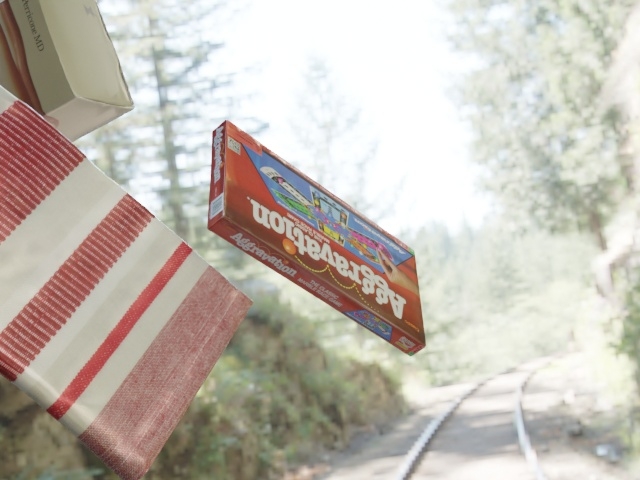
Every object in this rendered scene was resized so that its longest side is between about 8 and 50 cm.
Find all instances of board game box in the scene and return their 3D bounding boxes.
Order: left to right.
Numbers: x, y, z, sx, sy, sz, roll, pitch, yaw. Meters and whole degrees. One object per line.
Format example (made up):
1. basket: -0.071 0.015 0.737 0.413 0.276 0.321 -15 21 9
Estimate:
1. board game box: 0.000 0.000 1.270 0.281 0.145 0.027 33 -54 -31

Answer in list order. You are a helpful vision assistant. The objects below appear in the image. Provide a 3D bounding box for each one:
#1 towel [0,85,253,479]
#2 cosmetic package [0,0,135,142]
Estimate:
1. towel: -0.230 0.026 1.062 0.037 0.329 0.237 -41 11 40
2. cosmetic package: -0.390 -0.166 1.459 0.296 0.153 0.129 -26 -10 21
